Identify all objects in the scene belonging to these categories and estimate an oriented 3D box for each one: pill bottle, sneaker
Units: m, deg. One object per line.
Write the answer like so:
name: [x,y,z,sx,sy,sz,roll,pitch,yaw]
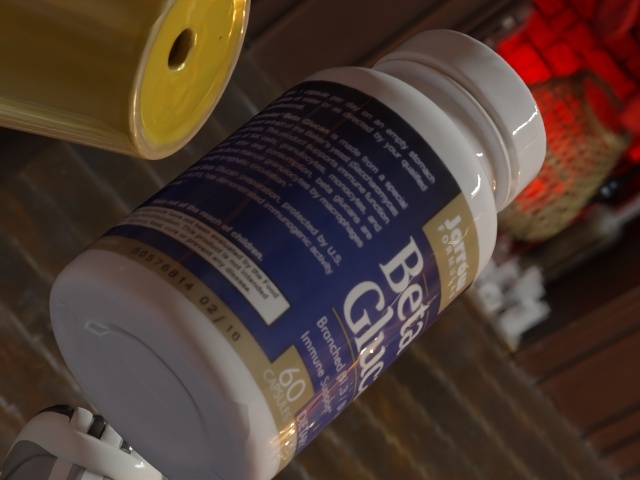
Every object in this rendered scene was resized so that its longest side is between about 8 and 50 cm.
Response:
pill bottle: [0.000,0.000,0.521,0.169,0.094,0.094,-41,97,-30]
sneaker: [-0.146,0.177,0.680,0.086,0.229,0.132,24,48,-5]

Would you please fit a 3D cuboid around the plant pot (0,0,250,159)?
plant pot: [-0.192,-0.179,1.132,0.239,0.254,0.254,25,29,17]
